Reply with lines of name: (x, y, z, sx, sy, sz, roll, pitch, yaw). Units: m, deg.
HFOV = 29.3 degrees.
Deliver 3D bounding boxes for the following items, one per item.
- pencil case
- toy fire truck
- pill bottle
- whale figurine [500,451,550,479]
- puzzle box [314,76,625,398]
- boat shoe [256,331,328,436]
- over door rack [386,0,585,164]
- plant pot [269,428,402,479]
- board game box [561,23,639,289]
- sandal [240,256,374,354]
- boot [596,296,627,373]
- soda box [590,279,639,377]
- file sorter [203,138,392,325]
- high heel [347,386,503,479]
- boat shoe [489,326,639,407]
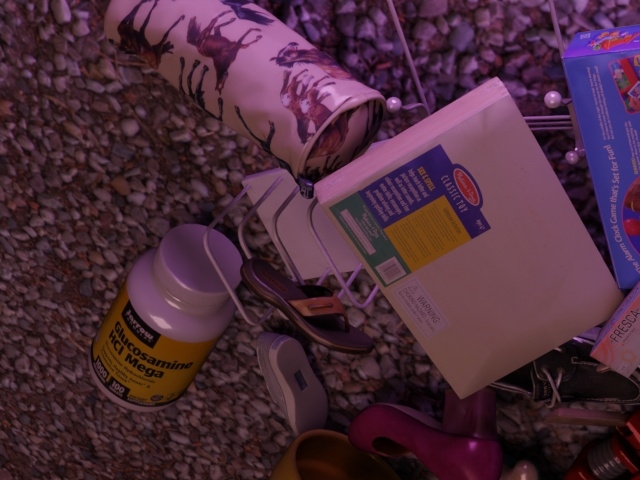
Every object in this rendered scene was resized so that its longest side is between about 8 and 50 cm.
pencil case: (-0.111, -0.227, 1.660, 0.410, 0.160, 0.183, 38, 133, 21)
toy fire truck: (0.430, 0.327, 1.826, 0.246, 0.158, 0.217, 49, 133, 2)
pill bottle: (-0.254, 0.127, 2.039, 0.188, 0.188, 0.334, 36, 133, 2)
whale figurine: (0.294, 0.402, 1.986, 0.272, 0.141, 0.216, 55, 135, 18)
puzzle box: (0.207, 0.010, 1.604, 0.272, 0.052, 0.409, -30, 124, 10)
boat shoe: (-0.052, 0.245, 2.096, 0.081, 0.079, 0.227, 23, 141, 46)
over door rack: (0.198, -0.236, 1.569, 0.240, 0.108, 0.324, 1, 123, 28)
plant pot: (-0.004, 0.492, 2.077, 0.254, 0.254, 0.239, 37, 113, 1)
board game box: (0.460, -0.103, 1.533, 0.233, 0.078, 0.347, -2, 121, 31)
sandal: (-0.013, 0.085, 1.723, 0.219, 0.090, 0.060, 39, 112, 7)
boot: (0.424, 0.125, 1.712, 0.042, 0.118, 0.087, 135, 110, -84)
soda box: (0.428, 0.099, 1.608, 0.063, 0.058, 0.183, 30, 135, 5)
file sorter: (0.000, 0.000, 1.811, 0.278, 0.173, 0.192, -12, 116, 35)
high heel: (0.147, 0.346, 1.928, 0.127, 0.181, 0.377, 15, 157, -23)
boat shoe: (0.332, 0.193, 1.796, 0.335, 0.119, 0.121, 10, 127, 24)
